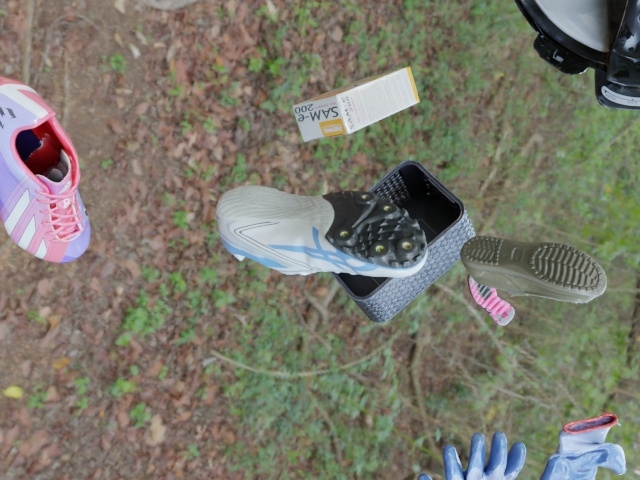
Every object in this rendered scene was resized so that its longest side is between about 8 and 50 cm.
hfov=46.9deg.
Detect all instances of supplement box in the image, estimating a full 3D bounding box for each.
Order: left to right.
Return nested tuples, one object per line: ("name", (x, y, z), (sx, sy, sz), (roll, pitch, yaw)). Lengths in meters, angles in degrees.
("supplement box", (0.033, -0.123, 0.665), (0.098, 0.062, 0.036), (-30, 108, -38))

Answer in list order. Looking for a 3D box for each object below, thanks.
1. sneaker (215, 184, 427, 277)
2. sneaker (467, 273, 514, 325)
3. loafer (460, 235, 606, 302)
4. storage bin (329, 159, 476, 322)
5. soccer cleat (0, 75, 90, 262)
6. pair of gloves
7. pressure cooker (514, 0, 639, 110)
("sneaker", (0.000, 0.000, 0.711), (0.085, 0.237, 0.086), (-48, 135, -35))
("sneaker", (0.287, 0.097, 1.290), (0.047, 0.057, 0.119), (-39, 111, -4))
("loafer", (0.220, 0.032, 0.769), (0.056, 0.148, 0.050), (-59, 152, -28))
("storage bin", (0.095, 0.002, 0.949), (0.180, 0.122, 0.084), (-41, 147, 0))
("soccer cleat", (-0.265, -0.049, 0.711), (0.083, 0.095, 0.248), (-50, 154, -31))
("pair of gloves", (0.179, 0.205, 0.647), (0.159, 0.198, 0.023), (84, -9, -46))
("pressure cooker", (0.406, -0.380, 0.899), (0.375, 0.369, 0.420), (-40, 178, 26))
